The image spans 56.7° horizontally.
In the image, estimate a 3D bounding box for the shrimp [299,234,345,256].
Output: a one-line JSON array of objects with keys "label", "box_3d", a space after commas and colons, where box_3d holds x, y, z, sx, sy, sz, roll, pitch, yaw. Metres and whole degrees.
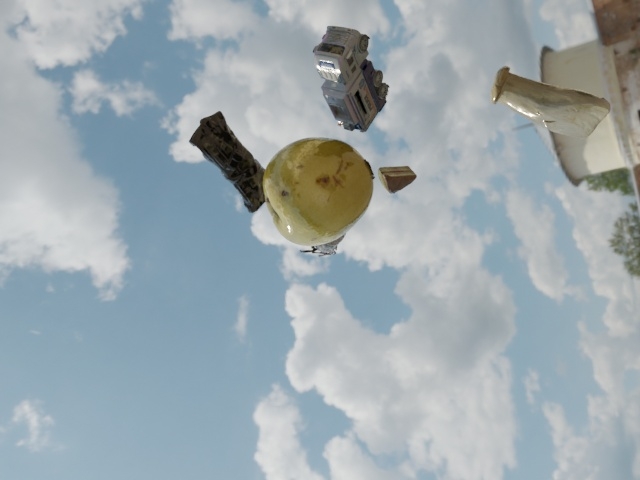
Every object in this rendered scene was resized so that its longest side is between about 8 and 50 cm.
[{"label": "shrimp", "box_3d": [0.007, -0.002, 2.147, 0.116, 0.343, 0.145, 25, -100, -11]}]

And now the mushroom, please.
[{"label": "mushroom", "box_3d": [0.476, -0.287, 1.248, 0.108, 0.247, 0.096, -7, -58, -62]}]

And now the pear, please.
[{"label": "pear", "box_3d": [-0.010, -0.140, 1.647, 0.309, 0.309, 0.310, 21, -116, -50]}]

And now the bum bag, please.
[{"label": "bum bag", "box_3d": [-0.251, -0.232, 1.760, 0.144, 0.095, 0.340, -57, -49, -23]}]

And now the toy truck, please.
[{"label": "toy truck", "box_3d": [0.074, -0.430, 1.592, 0.155, 0.124, 0.268, -59, -34, -15]}]

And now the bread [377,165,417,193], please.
[{"label": "bread", "box_3d": [0.164, -0.136, 1.348, 0.108, 0.062, 0.043, -5, -133, -41]}]
